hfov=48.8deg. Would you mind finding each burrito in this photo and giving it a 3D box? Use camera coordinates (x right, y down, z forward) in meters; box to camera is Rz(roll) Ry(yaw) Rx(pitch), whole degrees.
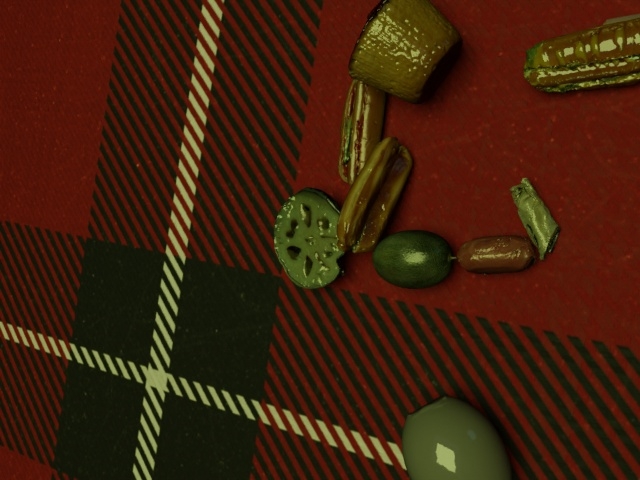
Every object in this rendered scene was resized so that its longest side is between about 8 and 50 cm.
[{"bbox_3d":[0.390,-0.041,1.271,0.055,0.041,0.149,-29,75,26],"label":"burrito"}]

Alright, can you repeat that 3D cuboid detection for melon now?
[{"bbox_3d":[0.180,0.035,1.341,0.167,0.114,0.114,-4,85,31],"label":"melon"}]

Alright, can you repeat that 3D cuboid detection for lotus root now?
[{"bbox_3d":[-0.002,-0.004,1.465,0.183,0.078,0.204,-36,71,27],"label":"lotus root"}]

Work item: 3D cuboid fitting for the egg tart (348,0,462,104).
[{"bbox_3d":[0.163,-0.368,1.335,0.171,0.215,0.215,37,104,10],"label":"egg tart"}]

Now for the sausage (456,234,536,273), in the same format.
[{"bbox_3d":[0.322,0.026,1.286,0.141,0.076,0.076,-5,85,30],"label":"sausage"}]

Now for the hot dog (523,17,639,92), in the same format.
[{"bbox_3d":[0.484,-0.310,1.206,0.269,0.115,0.072,-9,49,30],"label":"hot dog"}]

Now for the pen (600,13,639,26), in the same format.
[{"bbox_3d":[0.545,-0.362,1.213,0.197,0.032,0.053,-3,86,26],"label":"pen"}]

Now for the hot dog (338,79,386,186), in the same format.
[{"bbox_3d":[0.082,-0.217,1.439,0.092,0.062,0.236,5,90,25],"label":"hot dog"}]

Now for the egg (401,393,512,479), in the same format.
[{"bbox_3d":[0.245,0.393,1.247,0.176,0.176,0.232,-39,72,21],"label":"egg"}]

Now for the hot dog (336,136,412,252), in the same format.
[{"bbox_3d":[0.100,-0.089,1.374,0.068,0.100,0.250,3,62,55],"label":"hot dog"}]
